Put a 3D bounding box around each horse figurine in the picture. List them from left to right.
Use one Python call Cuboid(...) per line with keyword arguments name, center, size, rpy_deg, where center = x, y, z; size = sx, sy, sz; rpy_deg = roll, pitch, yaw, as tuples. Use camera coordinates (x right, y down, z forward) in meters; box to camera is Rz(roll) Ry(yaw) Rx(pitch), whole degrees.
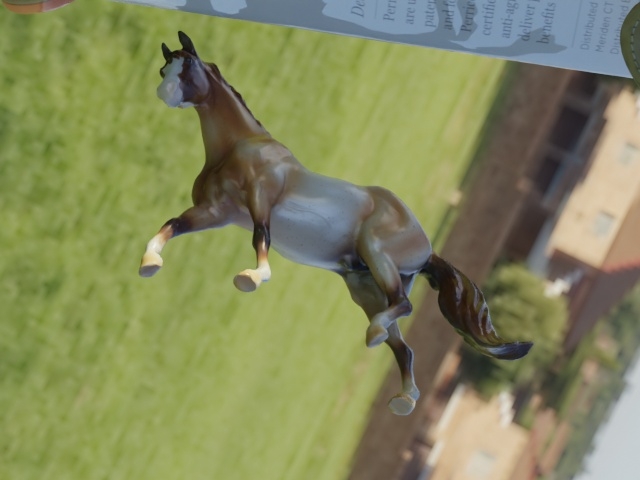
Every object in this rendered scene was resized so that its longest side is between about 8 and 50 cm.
Cuboid(name="horse figurine", center=(0.000, 0.000, 1.151), size=(0.066, 0.263, 0.174), rpy_deg=(-54, -164, 34))

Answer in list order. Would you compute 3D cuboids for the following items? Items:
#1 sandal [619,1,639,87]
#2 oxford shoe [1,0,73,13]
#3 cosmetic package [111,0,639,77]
Cuboid(name="sandal", center=(0.288, -0.090, 1.086), size=(0.079, 0.240, 0.088), rpy_deg=(-60, 169, -49))
Cuboid(name="oxford shoe", center=(-0.175, -0.327, 1.410), size=(0.132, 0.130, 0.363), rpy_deg=(54, 42, -48))
Cuboid(name="cosmetic package", center=(0.035, -0.250, 1.164), size=(0.161, 0.453, 0.230), rpy_deg=(95, 6, -48))
